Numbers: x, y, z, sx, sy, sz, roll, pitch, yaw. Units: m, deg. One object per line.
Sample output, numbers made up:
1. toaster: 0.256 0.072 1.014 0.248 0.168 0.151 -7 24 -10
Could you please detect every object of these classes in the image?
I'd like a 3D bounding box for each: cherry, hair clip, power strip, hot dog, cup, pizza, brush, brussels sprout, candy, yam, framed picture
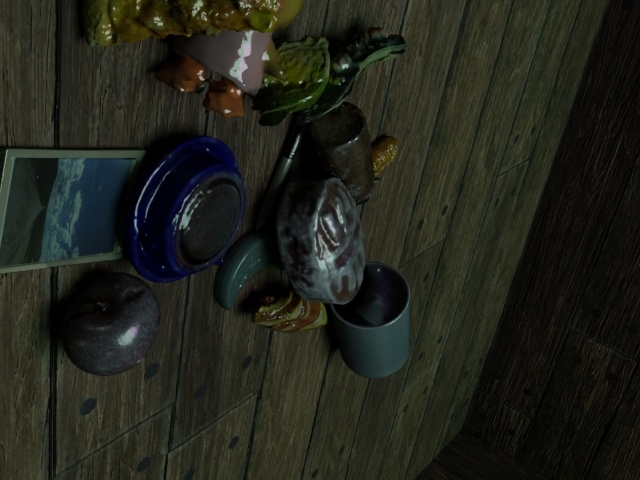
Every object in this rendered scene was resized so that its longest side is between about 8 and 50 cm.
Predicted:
1. cherry: -0.334 0.143 1.271 0.176 0.140 0.176 21 90 -76
2. hair clip: 0.051 -0.339 1.529 0.091 0.138 0.321 58 41 -15
3. power strip: -0.134 0.042 1.635 0.216 0.044 0.137 -39 144 -38
4. hot dog: 0.129 -0.190 1.885 0.165 0.045 0.071 -44 149 -35
5. cup: 0.138 0.227 2.098 0.205 0.206 0.312 -48 150 -27
6. pizza: -0.190 -0.380 1.007 0.087 0.269 0.257 -98 -177 -60
7. brush: -0.068 -0.154 1.584 0.042 0.039 0.299 1 114 -61
8. brussels sprout: -0.052 -0.285 1.389 0.181 0.139 0.100 -48 157 -33
9. candy: 0.000 0.000 1.633 0.214 0.157 0.289 -59 143 -42
10. yam: 0.050 -0.177 1.642 0.131 0.131 0.279 -55 161 -15
11. hot dog: -0.072 0.151 1.778 0.123 0.093 0.261 -28 158 16
12. framed picture: -0.374 -0.049 1.165 0.260 0.023 0.189 -8 118 -57

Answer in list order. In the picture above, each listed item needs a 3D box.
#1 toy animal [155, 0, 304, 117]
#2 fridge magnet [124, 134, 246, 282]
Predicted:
1. toy animal: -0.113 -0.336 1.186 0.281 0.195 0.169 -59 -173 24
2. fridge magnet: -0.220 -0.047 1.327 0.265 0.113 0.265 -44 147 -39
